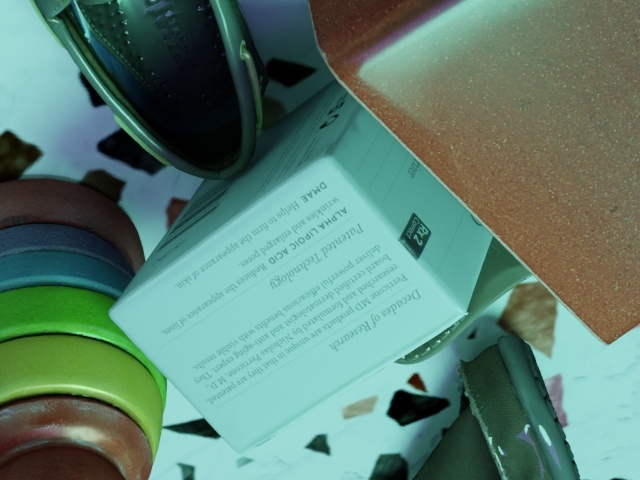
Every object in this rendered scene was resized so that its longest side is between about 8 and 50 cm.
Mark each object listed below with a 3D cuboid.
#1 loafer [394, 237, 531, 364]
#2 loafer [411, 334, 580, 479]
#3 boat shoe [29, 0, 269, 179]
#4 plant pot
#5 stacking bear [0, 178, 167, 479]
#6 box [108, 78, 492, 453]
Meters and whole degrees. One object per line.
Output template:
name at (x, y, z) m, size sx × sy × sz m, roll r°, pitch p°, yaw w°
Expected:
loafer at (0.126, -0.023, 1.089) m, size 0.268 × 0.092 × 0.102 m, roll -37°, pitch 94°, yaw 28°
loafer at (0.120, 0.223, 1.295) m, size 0.130 × 0.134 × 0.366 m, roll -10°, pitch 134°, yaw -6°
boat shoe at (-0.110, -0.156, 0.910) m, size 0.109 × 0.091 × 0.305 m, roll -24°, pitch 134°, yaw 7°
plant pot at (0.153, -0.158, 0.845) m, size 0.236 × 0.267 × 0.267 m, roll -31°, pitch 132°, yaw 20°
stacking bear at (-0.167, 0.113, 1.008) m, size 0.175 × 0.289 × 0.164 m, roll 14°, pitch 127°, yaw -26°
box at (0.000, 0.000, 0.987) m, size 0.182 × 0.181 × 0.119 m, roll -35°, pitch 104°, yaw 29°
